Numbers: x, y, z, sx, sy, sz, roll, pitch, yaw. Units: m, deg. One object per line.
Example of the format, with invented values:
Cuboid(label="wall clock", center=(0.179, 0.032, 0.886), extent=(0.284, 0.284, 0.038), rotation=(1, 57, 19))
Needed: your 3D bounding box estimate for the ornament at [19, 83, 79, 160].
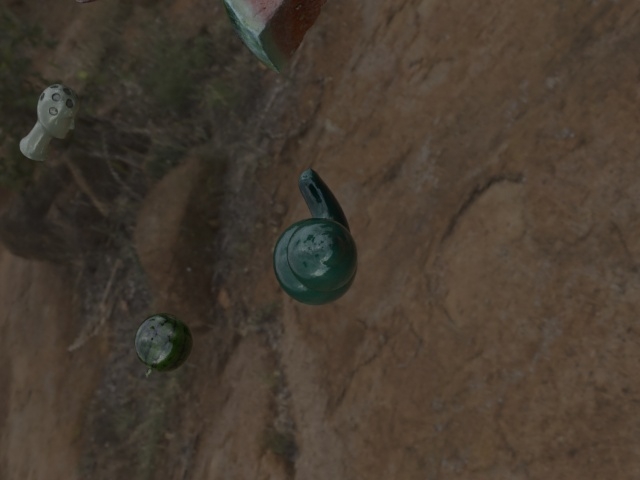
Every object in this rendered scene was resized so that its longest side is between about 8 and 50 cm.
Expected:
Cuboid(label="ornament", center=(-0.496, -0.220, 1.773), extent=(0.156, 0.081, 0.075), rotation=(-48, 9, 33))

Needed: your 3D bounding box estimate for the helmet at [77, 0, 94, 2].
Cuboid(label="helmet", center=(-0.297, -0.476, 1.403), extent=(0.253, 0.154, 0.198), rotation=(-10, 48, 25))

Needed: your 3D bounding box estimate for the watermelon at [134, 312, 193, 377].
Cuboid(label="watermelon", center=(-0.263, 0.174, 1.591), extent=(0.109, 0.109, 0.109), rotation=(-27, 51, 40))

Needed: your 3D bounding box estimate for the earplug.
Cuboid(label="earplug", center=(0.008, -0.002, 1.815), extent=(0.280, 0.163, 0.258), rotation=(163, 131, -79))

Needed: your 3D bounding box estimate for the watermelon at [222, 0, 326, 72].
Cuboid(label="watermelon", center=(-0.076, -0.525, 2.081), extent=(0.256, 0.193, 0.140), rotation=(-43, 46, -6))
